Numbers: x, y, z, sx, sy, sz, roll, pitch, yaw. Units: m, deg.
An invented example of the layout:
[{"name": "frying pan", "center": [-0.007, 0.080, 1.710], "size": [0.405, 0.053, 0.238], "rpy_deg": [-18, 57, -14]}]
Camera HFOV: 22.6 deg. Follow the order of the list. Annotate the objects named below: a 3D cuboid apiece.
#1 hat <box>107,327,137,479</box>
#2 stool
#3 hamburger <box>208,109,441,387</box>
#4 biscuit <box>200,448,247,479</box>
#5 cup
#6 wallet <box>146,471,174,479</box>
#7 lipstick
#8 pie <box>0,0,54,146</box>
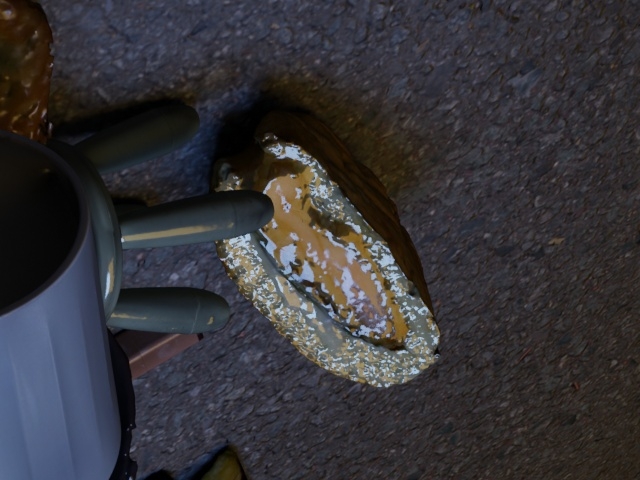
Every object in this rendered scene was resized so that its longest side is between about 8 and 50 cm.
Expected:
[{"name": "hat", "center": [-0.353, 0.157, 1.686], "size": [0.336, 0.209, 0.238], "rpy_deg": [45, 64, -32]}, {"name": "stool", "center": [-0.189, -0.011, 1.578], "size": [0.199, 0.195, 0.195], "rpy_deg": [-10, 138, -42]}, {"name": "hamburger", "center": [0.002, -0.002, 1.767], "size": [0.162, 0.209, 0.330], "rpy_deg": [-36, 112, 14]}, {"name": "biscuit", "center": [-0.153, 0.387, 2.180], "size": [0.183, 0.039, 0.174], "rpy_deg": [-53, 155, -25]}, {"name": "cup", "center": [-0.339, 0.105, 1.363], "size": [0.323, 0.236, 0.327], "rpy_deg": [-9, 137, -11]}, {"name": "wallet", "center": [-0.348, 0.449, 2.119], "size": [0.379, 0.046, 0.190], "rpy_deg": [-27, 145, -17]}, {"name": "lipstick", "center": [-0.210, 0.127, 1.855], "size": [0.145, 0.045, 0.045], "rpy_deg": [-30, 149, -12]}, {"name": "pie", "center": [-0.356, -0.108, 1.385], "size": [0.315, 0.092, 0.315], "rpy_deg": [-29, 143, -25]}]
